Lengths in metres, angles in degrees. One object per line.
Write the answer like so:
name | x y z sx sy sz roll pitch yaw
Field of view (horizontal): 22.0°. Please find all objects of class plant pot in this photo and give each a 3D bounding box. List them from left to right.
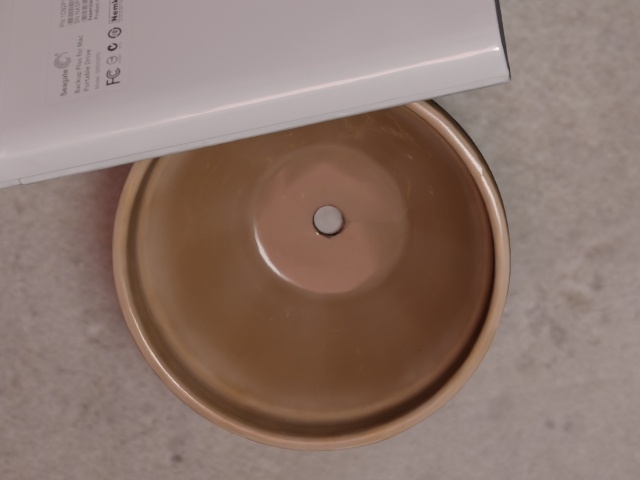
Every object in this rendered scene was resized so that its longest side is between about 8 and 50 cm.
plant pot | 0.000 0.000 1.008 0.237 0.110 0.237 2 106 8

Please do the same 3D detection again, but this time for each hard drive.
hard drive | -0.055 -0.143 0.944 0.308 0.203 0.040 -11 144 11
